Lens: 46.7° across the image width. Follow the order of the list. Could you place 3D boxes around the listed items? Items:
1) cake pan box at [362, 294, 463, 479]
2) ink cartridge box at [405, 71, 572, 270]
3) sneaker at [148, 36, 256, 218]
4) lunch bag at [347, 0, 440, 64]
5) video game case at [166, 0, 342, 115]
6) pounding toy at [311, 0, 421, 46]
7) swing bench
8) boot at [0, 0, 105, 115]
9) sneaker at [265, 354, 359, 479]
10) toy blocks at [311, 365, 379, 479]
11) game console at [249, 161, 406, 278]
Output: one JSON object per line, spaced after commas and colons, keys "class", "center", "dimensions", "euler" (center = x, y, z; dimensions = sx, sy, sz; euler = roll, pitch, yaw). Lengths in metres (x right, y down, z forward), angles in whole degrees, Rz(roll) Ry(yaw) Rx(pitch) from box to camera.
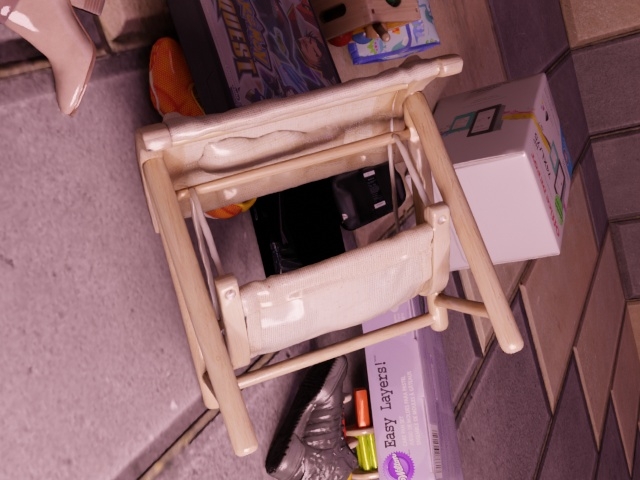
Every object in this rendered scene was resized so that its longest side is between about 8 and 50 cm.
{"class": "cake pan box", "center": [0.115, 0.177, 0.907], "dimensions": [0.246, 0.070, 0.267], "euler": [37, 44, -66]}
{"class": "ink cartridge box", "center": [0.292, -0.115, 1.244], "dimensions": [0.198, 0.197, 0.270], "euler": [62, 35, -28]}
{"class": "sneaker", "center": [-0.104, -0.106, 0.689], "dimensions": [0.064, 0.067, 0.175], "euler": [-45, 118, -53]}
{"class": "lunch bag", "center": [0.089, -0.326, 1.071], "dimensions": [0.151, 0.096, 0.129], "euler": [-20, 98, -37]}
{"class": "video game case", "center": [-0.065, -0.222, 0.759], "dimensions": [0.248, 0.035, 0.275], "euler": [1, 66, -60]}
{"class": "pounding toy", "center": [0.055, -0.283, 0.927], "dimensions": [0.130, 0.141, 0.100], "euler": [-21, 100, -46]}
{"class": "swing bench", "center": [0.000, 0.000, 0.624], "dimensions": [0.253, 0.165, 0.255], "euler": [-16, 96, -16]}
{"class": "boot", "center": [-0.210, -0.162, 0.551], "dimensions": [0.087, 0.042, 0.119], "euler": [13, 86, -43]}
{"class": "sneaker", "center": [0.005, 0.205, 0.759], "dimensions": [0.089, 0.051, 0.170], "euler": [36, 71, -20]}
{"class": "toy blocks", "center": [0.031, 0.201, 0.842], "dimensions": [0.123, 0.054, 0.148], "euler": [-5, 86, -60]}
{"class": "game console", "center": [0.026, -0.046, 0.923], "dimensions": [0.361, 0.044, 0.213], "euler": [-25, 105, -59]}
